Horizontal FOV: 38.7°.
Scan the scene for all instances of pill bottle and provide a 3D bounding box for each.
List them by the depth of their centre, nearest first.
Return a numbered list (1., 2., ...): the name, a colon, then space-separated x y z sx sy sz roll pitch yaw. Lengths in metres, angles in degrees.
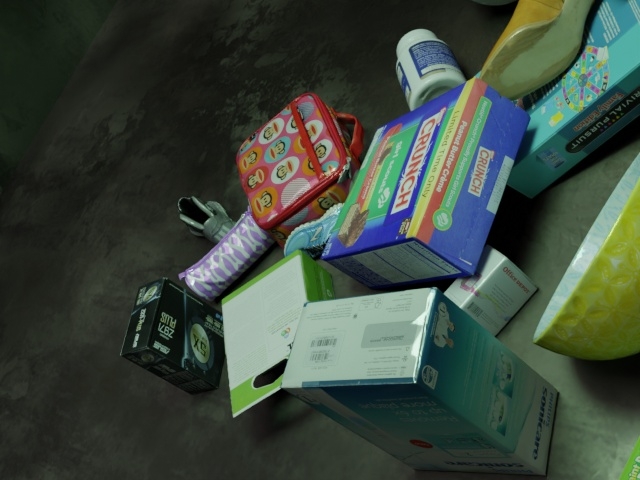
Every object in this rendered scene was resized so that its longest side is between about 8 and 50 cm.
1. pill bottle: 0.198 -0.301 1.656 0.112 0.112 0.187 -35 40 21

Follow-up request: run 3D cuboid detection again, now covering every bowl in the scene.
1. bowl: 0.394 0.038 1.095 0.156 0.289 0.289 30 80 10

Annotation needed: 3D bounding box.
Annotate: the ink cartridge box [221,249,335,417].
1. ink cartridge box: -0.065 0.171 1.553 0.188 0.097 0.255 -34 42 22

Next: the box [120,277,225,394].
1. box: -0.263 0.178 1.684 0.077 0.180 0.147 -19 47 36

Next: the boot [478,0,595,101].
1. boot: 0.336 -0.359 1.391 0.295 0.104 0.211 -46 28 20

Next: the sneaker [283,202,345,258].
1. sneaker: 0.000 0.000 1.655 0.162 0.063 0.073 -37 42 19

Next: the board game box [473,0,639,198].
1. board game box: 0.395 -0.262 1.384 0.336 0.079 0.254 -42 35 35

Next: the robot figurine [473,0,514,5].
1. robot figurine: 0.319 -0.535 1.575 0.200 0.299 0.353 -58 -3 -5

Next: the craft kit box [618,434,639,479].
1. craft kit box: 0.449 0.261 0.962 0.246 0.061 0.250 18 74 49

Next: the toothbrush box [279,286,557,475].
1. toothbrush box: 0.131 0.188 1.159 0.216 0.295 0.126 -9 54 41

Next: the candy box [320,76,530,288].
1. candy box: 0.155 -0.075 1.422 0.317 0.122 0.268 -16 48 64

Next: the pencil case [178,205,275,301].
1. pencil case: -0.178 0.028 1.800 0.206 0.088 0.086 -46 34 10

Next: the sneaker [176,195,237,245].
1. sneaker: -0.259 -0.062 1.924 0.086 0.132 0.228 -55 37 -5

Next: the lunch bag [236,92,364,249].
1. lunch bag: -0.025 -0.147 1.769 0.258 0.120 0.293 -36 40 13

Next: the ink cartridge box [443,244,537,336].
1. ink cartridge box: 0.237 0.081 1.309 0.122 0.088 0.052 -48 34 4
